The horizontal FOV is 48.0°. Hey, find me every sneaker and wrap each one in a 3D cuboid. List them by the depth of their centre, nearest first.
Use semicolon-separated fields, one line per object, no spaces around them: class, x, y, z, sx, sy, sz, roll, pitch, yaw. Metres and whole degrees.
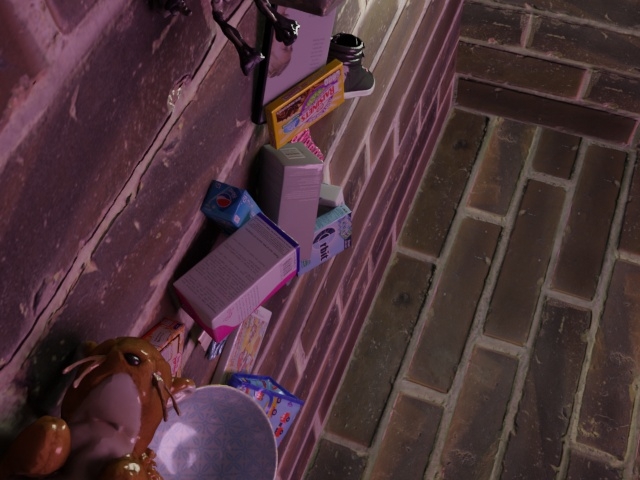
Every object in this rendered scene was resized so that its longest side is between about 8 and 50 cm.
sneaker;-0.058;-0.229;1.646;0.063;0.074;0.170;-50;136;-15
sneaker;0.083;-0.447;1.813;0.295;0.104;0.147;-36;145;-60

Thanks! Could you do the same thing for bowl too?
bowl;-0.247;0.433;1.431;0.156;0.289;0.290;-18;-139;53

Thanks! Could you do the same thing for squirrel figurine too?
squirrel figurine;-0.328;0.329;1.003;0.397;0.280;0.371;110;-5;-56

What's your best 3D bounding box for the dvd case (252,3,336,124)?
dvd case;-0.050;-0.362;1.433;0.180;0.022;0.253;-25;139;-43

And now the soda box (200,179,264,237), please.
soda box;-0.163;-0.044;1.430;0.210;0.071;0.067;61;49;-70

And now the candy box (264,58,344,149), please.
candy box;-0.029;-0.283;1.493;0.206;0.027;0.105;-40;150;-25

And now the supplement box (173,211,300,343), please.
supplement box;-0.154;0.070;1.359;0.220;0.114;0.111;-43;160;-23

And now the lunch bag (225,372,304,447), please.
lunch bag;-0.201;0.435;1.729;0.221;0.138;0.293;-60;150;-3

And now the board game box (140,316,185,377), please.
board game box;-0.309;0.245;1.270;0.193;0.045;0.147;-45;148;-61

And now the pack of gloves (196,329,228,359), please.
pack of gloves;-0.207;0.141;1.573;0.232;0.046;0.195;-60;168;-23

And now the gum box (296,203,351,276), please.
gum box;0.000;0.000;1.957;0.184;0.041;0.157;-30;147;-17

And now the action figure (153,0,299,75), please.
action figure;-0.157;-0.361;0.978;0.164;0.141;0.276;-45;120;-5

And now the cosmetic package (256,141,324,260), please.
cosmetic package;-0.074;-0.080;1.567;0.107;0.127;0.238;-9;124;-26

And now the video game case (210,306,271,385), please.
video game case;-0.191;0.265;1.762;0.206;0.026;0.227;51;57;-72

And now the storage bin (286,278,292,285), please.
storage bin;-0.097;0.029;1.716;0.098;0.091;0.135;80;31;-60

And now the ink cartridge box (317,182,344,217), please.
ink cartridge box;0.016;-0.105;1.980;0.122;0.088;0.052;78;30;-61

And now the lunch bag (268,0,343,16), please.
lunch bag;0.008;-0.574;1.282;0.287;0.168;0.235;-52;154;-43
